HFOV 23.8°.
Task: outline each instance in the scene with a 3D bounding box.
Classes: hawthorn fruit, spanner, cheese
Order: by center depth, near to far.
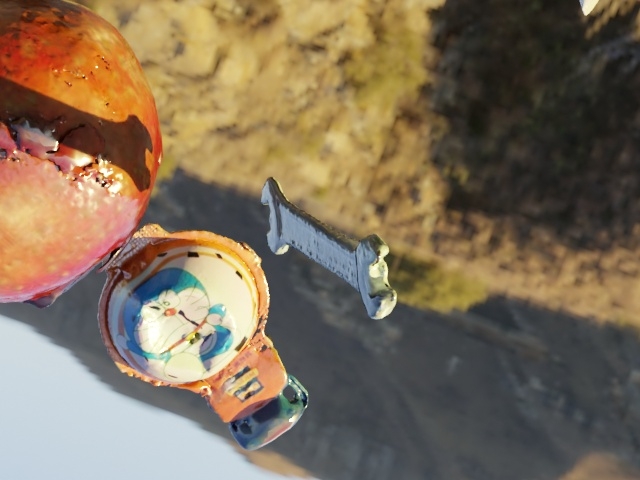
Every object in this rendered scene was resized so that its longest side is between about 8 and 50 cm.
[{"bbox_3d":[0.000,0.000,1.226,0.017,0.071,0.302,-7,-168,-18],"label":"spanner"},{"bbox_3d":[-0.284,-0.081,1.408,0.316,0.316,0.316,21,180,0],"label":"hawthorn fruit"},{"bbox_3d":[-0.138,0.116,1.840,0.329,0.217,0.129,55,-179,-25],"label":"cheese"}]

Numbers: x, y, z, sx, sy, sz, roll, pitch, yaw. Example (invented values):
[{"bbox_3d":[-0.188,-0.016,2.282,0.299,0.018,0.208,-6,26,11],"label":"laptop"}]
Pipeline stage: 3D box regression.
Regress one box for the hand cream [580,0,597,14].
[{"bbox_3d":[0.277,-0.343,1.517,0.089,0.140,0.314,30,176,21],"label":"hand cream"}]
